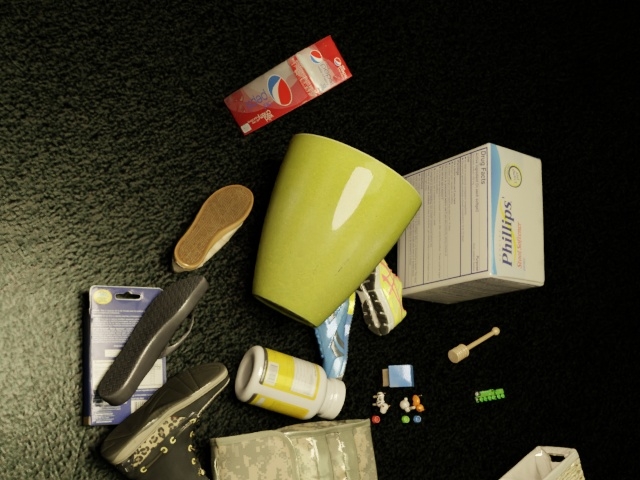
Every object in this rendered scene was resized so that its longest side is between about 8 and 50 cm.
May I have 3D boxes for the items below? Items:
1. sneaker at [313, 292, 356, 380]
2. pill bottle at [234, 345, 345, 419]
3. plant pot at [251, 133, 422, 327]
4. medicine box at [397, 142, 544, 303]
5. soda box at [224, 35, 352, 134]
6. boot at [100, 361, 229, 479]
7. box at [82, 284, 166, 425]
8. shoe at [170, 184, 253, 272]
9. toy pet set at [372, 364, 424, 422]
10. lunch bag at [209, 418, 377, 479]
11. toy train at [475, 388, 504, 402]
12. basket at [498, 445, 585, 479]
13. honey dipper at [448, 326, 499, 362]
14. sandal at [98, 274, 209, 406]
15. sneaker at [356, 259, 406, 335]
[{"bbox_3d":[0.013,0.185,1.698,0.082,0.069,0.209,11,75,-12],"label":"sneaker"},{"bbox_3d":[-0.053,0.262,1.591,0.184,0.103,0.103,21,68,-21],"label":"pill bottle"},{"bbox_3d":[0.000,0.000,1.626,0.275,0.275,0.293,33,78,-25],"label":"plant pot"},{"bbox_3d":[0.297,-0.023,1.796,0.149,0.289,0.263,11,73,-32],"label":"medicine box"},{"bbox_3d":[-0.064,-0.279,1.619,0.092,0.263,0.083,-36,102,-34],"label":"soda box"},{"bbox_3d":[-0.219,0.328,1.454,0.236,0.085,0.178,-38,117,-17],"label":"boot"},{"bbox_3d":[-0.324,0.190,1.473,0.136,0.036,0.225,5,78,-34],"label":"box"},{"bbox_3d":[-0.199,-0.021,1.602,0.076,0.058,0.219,39,54,1],"label":"shoe"},{"bbox_3d":[0.168,0.308,1.771,0.122,0.065,0.114,6,76,-34],"label":"toy pet set"},{"bbox_3d":[-0.049,0.440,1.531,0.287,0.169,0.235,-2,80,-30],"label":"lunch bag"},{"bbox_3d":[0.369,0.337,1.934,0.083,0.017,0.023,0,70,-35],"label":"toy train"},{"bbox_3d":[0.481,0.531,1.911,0.167,0.113,0.103,-26,99,-36],"label":"basket"},{"bbox_3d":[0.339,0.222,1.933,0.161,0.030,0.030,-24,94,-39],"label":"honey dipper"},{"bbox_3d":[-0.267,0.163,1.448,0.054,0.097,0.254,48,66,-31],"label":"sandal"},{"bbox_3d":[0.118,0.081,1.788,0.094,0.081,0.208,-18,96,-43],"label":"sneaker"}]
